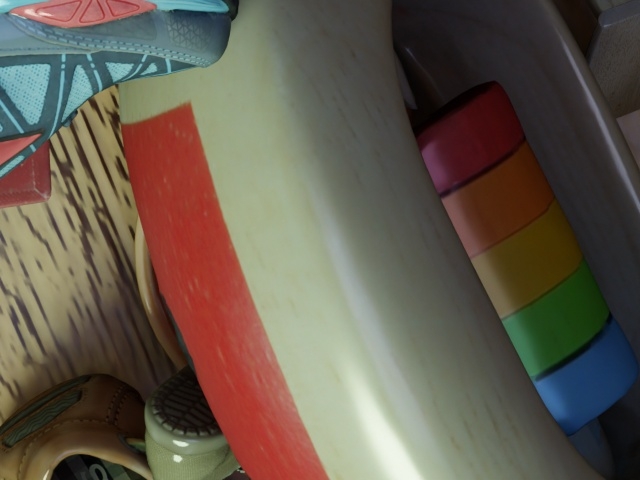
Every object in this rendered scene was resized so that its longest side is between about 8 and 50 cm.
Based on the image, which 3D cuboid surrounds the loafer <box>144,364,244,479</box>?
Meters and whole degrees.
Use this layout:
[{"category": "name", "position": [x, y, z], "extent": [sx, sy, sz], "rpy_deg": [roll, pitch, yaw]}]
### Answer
[{"category": "loafer", "position": [-0.042, 0.078, 0.838], "extent": [0.056, 0.148, 0.050], "rpy_deg": [32, 118, 20]}]

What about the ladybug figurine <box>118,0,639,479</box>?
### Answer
[{"category": "ladybug figurine", "position": [0.046, 0.024, 0.780], "extent": [0.162, 0.305, 0.449], "rpy_deg": [-23, 94, 31]}]

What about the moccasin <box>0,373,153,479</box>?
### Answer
[{"category": "moccasin", "position": [-0.035, 0.239, 0.886], "extent": [0.139, 0.147, 0.380], "rpy_deg": [-28, 105, -8]}]

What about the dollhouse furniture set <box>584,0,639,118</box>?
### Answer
[{"category": "dollhouse furniture set", "position": [0.171, -0.168, 0.931], "extent": [0.144, 0.123, 0.151], "rpy_deg": [-21, 69, -10]}]

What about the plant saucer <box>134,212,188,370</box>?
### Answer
[{"category": "plant saucer", "position": [0.000, 0.000, 0.912], "extent": [0.200, 0.037, 0.200], "rpy_deg": [-2, 100, -13]}]

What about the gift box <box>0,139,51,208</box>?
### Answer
[{"category": "gift box", "position": [-0.251, -0.112, 0.723], "extent": [0.276, 0.258, 0.255], "rpy_deg": [-3, 99, -33]}]

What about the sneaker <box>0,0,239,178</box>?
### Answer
[{"category": "sneaker", "position": [-0.153, -0.047, 0.599], "extent": [0.262, 0.104, 0.125], "rpy_deg": [-11, 117, -25]}]
